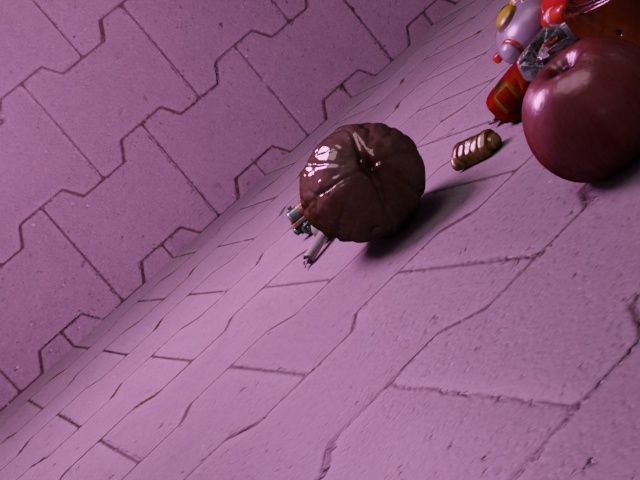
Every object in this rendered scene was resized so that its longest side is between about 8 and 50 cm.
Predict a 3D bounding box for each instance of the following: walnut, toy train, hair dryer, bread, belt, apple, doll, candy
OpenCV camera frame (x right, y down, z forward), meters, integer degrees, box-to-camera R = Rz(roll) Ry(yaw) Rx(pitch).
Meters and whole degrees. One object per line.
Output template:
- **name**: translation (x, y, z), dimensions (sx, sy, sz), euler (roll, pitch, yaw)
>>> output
- **walnut**: translation (0.056, -0.076, 1.631), dimensions (0.178, 0.178, 0.230), euler (-41, -2, -3)
- **toy train**: translation (-0.014, -0.055, 2.071), dimensions (0.103, 0.064, 0.044), euler (-40, 11, 0)
- **hair dryer**: translation (0.000, 0.000, 1.874), dimensions (0.063, 0.038, 0.124), euler (-31, 19, 43)
- **bread**: translation (0.212, -0.127, 1.633), dimensions (0.049, 0.034, 0.088), euler (-53, 15, -30)
- **belt**: translation (0.409, -0.307, 1.479), dimensions (0.184, 0.105, 0.261), euler (-41, 8, -4)
- **apple**: translation (0.270, -0.131, 1.170), dimensions (0.153, 0.120, 0.153), euler (-38, 11, 8)
- **doll**: translation (0.365, -0.372, 1.865), dimensions (0.200, 0.105, 0.336), euler (-53, 5, -33)
- **candy**: translation (0.283, -0.221, 1.615), dimensions (0.086, 0.059, 0.292), euler (-47, -4, -20)

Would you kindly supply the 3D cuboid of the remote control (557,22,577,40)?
- **remote control**: translation (0.434, -0.333, 1.646), dimensions (0.293, 0.051, 0.103), euler (-37, -13, 15)
